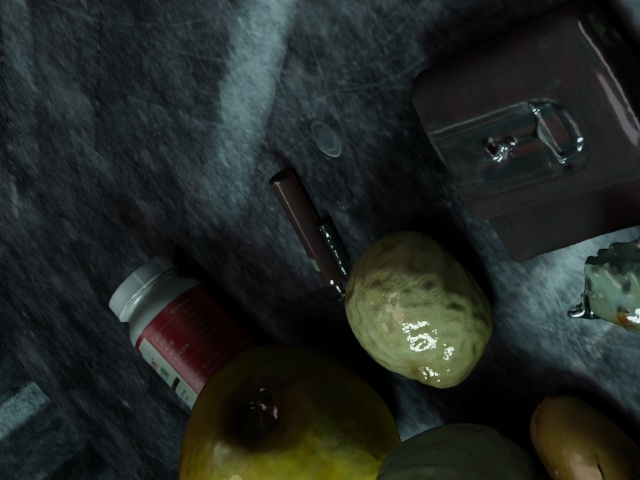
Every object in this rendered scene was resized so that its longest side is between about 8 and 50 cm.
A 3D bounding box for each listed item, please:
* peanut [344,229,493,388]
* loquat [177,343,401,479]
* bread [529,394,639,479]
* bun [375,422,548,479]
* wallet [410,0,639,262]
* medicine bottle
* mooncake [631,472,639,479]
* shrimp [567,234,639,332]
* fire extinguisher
[{"bbox_3d":[0.093,0.068,1.183,0.159,0.109,0.140,55,155,-5],"label":"peanut"},{"bbox_3d":[-0.039,0.265,1.486,0.275,0.275,0.275,38,152,25],"label":"loquat"},{"bbox_3d":[0.267,0.226,1.156,0.189,0.077,0.114,48,150,12],"label":"bread"},{"bbox_3d":[0.186,0.333,1.225,0.361,0.361,0.213,41,117,21],"label":"bun"},{"bbox_3d":[0.173,-0.076,0.935,0.182,0.049,0.229,57,152,-8],"label":"wallet"},{"bbox_3d":[-0.168,0.144,1.686,0.250,0.131,0.131,45,154,11],"label":"medicine bottle"},{"bbox_3d":[0.361,0.280,0.971,0.290,0.161,0.290,39,151,27],"label":"mooncake"},{"bbox_3d":[0.279,0.007,0.810,0.185,0.068,0.287,22,156,11],"label":"shrimp"},{"bbox_3d":[0.000,0.000,1.343,0.049,0.035,0.173,-18,115,22],"label":"fire extinguisher"}]
